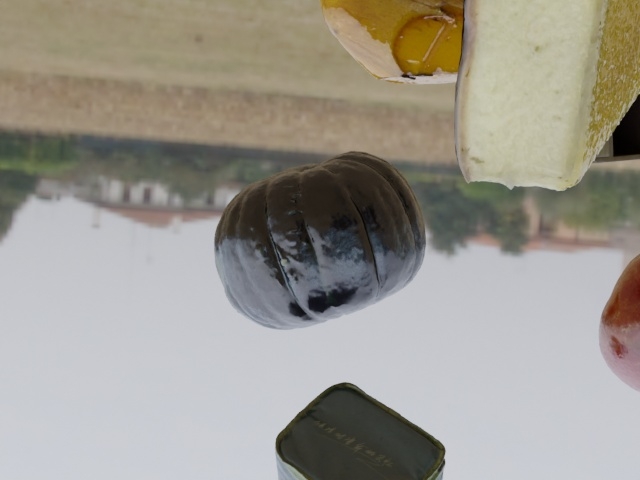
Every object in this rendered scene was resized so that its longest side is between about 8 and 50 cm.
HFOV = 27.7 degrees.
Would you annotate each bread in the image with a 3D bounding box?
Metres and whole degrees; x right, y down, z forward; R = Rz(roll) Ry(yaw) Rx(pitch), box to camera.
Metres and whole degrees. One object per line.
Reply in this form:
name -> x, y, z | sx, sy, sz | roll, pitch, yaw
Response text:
bread -> 0.252, -0.249, 1.277 | 0.143, 0.324, 0.333 | 16, -147, 22

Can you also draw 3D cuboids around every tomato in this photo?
tomato -> 0.471, 0.125, 1.752 | 0.200, 0.233, 0.139 | 25, -153, 25

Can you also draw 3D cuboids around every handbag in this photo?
handbag -> 0.058, 0.397, 2.031 | 0.263, 0.241, 0.222 | 31, -126, 30

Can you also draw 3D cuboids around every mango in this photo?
mango -> 0.115, -0.254, 1.538 | 0.252, 0.154, 0.126 | 16, 173, -14

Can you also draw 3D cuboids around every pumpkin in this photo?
pumpkin -> 0.000, 0.000, 2.177 | 0.363, 0.266, 0.363 | -16, -178, 1

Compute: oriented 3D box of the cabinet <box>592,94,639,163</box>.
cabinet -> 0.348, -0.190, 1.755 | 0.215, 0.175, 0.148 | -7, -174, -34
